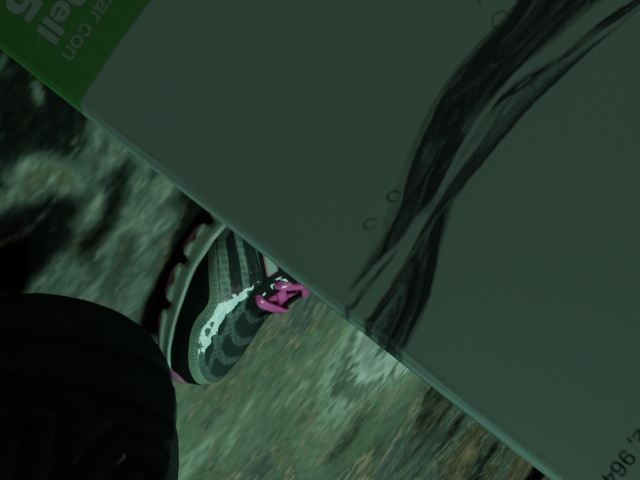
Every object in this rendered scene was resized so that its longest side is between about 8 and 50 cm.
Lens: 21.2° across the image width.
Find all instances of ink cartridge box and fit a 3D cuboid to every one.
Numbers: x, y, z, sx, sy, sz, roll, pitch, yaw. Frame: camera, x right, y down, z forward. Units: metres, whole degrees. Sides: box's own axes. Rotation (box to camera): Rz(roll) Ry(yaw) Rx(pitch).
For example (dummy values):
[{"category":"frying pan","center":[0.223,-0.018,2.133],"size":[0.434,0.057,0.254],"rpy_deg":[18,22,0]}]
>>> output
[{"category":"ink cartridge box","center":[0.052,-0.017,0.504],"size":[0.114,0.273,0.198],"rpy_deg":[-53,160,1]}]

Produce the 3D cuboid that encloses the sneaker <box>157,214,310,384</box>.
[{"category":"sneaker","center":[0.000,0.000,0.715],"size":[0.170,0.075,0.063],"rpy_deg":[-52,161,2]}]

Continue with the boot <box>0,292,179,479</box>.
[{"category":"boot","center":[-0.125,0.218,0.599],"size":[0.260,0.131,0.348],"rpy_deg":[99,11,-53]}]
